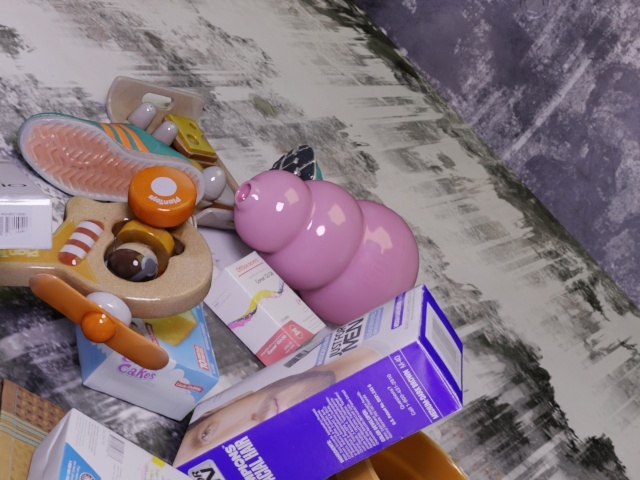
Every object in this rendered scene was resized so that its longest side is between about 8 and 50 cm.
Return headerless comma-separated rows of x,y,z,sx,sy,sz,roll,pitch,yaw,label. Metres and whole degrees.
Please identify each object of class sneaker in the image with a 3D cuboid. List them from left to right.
-0.318,-0.123,2.105,0.302,0.108,0.121,20,15,-37,sneaker
-0.024,-0.057,2.499,0.110,0.107,0.275,50,18,-42,sneaker

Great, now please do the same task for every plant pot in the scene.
0.068,0.353,1.778,0.205,0.188,0.205,36,23,-18,plant pot

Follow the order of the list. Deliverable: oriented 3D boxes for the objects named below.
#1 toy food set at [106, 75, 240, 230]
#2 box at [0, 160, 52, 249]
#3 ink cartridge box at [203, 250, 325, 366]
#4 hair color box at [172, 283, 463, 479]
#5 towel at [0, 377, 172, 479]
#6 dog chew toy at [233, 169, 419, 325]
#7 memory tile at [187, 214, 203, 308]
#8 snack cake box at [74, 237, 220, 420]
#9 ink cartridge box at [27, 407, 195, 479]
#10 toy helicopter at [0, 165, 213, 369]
-0.192,-0.137,2.330,0.220,0.092,0.306,8,42,-54,toy food set
-0.424,-0.043,1.533,0.232,0.058,0.322,0,9,-20,box
-0.098,0.089,2.122,0.198,0.067,0.115,45,23,5,ink cartridge box
0.000,0.197,1.715,0.110,0.339,0.185,56,15,-13,hair color box
-0.245,0.323,1.513,0.271,0.040,0.370,34,23,-25,towel
0.000,0.000,2.242,0.332,0.206,0.206,33,24,-35,dog chew toy
-0.177,0.047,1.991,0.012,0.148,0.113,-4,44,-14,memory tile
-0.236,0.093,1.861,0.152,0.089,0.264,28,27,-35,snack cake box
-0.192,0.291,1.503,0.231,0.078,0.134,35,22,-20,ink cartridge box
-0.302,0.040,1.698,0.355,0.140,0.235,0,49,-15,toy helicopter
